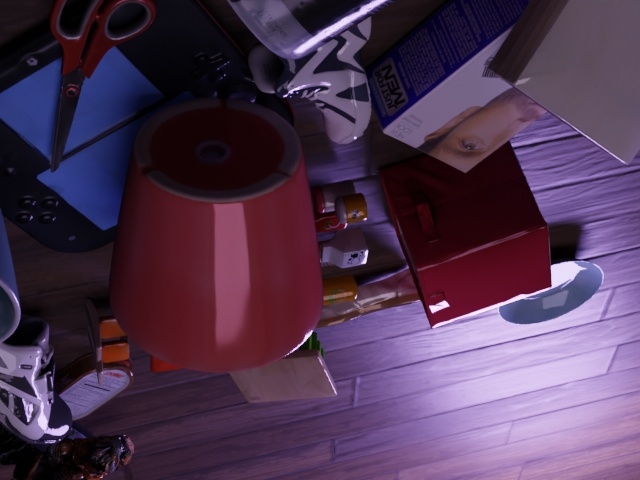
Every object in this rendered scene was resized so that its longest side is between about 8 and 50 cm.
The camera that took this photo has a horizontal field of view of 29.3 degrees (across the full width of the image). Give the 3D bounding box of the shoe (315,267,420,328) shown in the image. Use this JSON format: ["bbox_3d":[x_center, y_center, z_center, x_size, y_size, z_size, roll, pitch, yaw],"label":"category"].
[{"bbox_3d":[0.058,0.097,1.996,0.219,0.058,0.076,-15,178,3],"label":"shoe"}]

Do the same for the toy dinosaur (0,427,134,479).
[{"bbox_3d":[-0.481,0.415,2.088,0.322,0.164,0.218,-43,161,0],"label":"toy dinosaur"}]

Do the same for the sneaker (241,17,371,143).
[{"bbox_3d":[-0.022,-0.195,1.469,0.153,0.094,0.235,-18,147,-16],"label":"sneaker"}]

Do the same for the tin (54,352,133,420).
[{"bbox_3d":[-0.388,0.243,2.014,0.189,0.040,0.106,-35,147,25],"label":"tin"}]

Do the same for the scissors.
[{"bbox_3d":[-0.287,-0.188,1.381,0.109,0.021,0.297,13,134,-34],"label":"scissors"}]

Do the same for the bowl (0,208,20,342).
[{"bbox_3d":[-0.500,0.001,1.453,0.311,0.163,0.312,3,149,2],"label":"bowl"}]

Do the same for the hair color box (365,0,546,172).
[{"bbox_3d":[0.240,-0.241,1.534,0.339,0.110,0.185,-37,143,29],"label":"hair color box"}]

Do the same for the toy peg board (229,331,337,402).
[{"bbox_3d":[-0.065,0.204,2.086,0.160,0.079,0.161,-6,148,11],"label":"toy peg board"}]

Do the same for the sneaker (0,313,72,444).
[{"bbox_3d":[-0.442,0.192,1.827,0.146,0.122,0.330,-35,139,2],"label":"sneaker"}]

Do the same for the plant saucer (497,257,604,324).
[{"bbox_3d":[0.395,0.079,2.132,0.194,0.037,0.195,-13,146,-9],"label":"plant saucer"}]

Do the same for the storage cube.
[{"bbox_3d":[0.213,-0.015,1.778,0.193,0.184,0.215,-18,147,0],"label":"storage cube"}]

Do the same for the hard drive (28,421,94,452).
[{"bbox_3d":[-0.477,0.356,2.147,0.135,0.022,0.094,-23,146,8],"label":"hard drive"}]

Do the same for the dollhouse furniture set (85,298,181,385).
[{"bbox_3d":[-0.210,0.125,1.830,0.262,0.135,0.259,-8,146,-14],"label":"dollhouse furniture set"}]

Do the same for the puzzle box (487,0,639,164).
[{"bbox_3d":[0.388,-0.308,1.396,0.272,0.052,0.409,25,102,-45],"label":"puzzle box"}]

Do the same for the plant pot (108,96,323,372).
[{"bbox_3d":[-0.125,-0.019,1.470,0.274,0.275,0.243,-8,135,-14],"label":"plant pot"}]

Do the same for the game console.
[{"bbox_3d":[-0.256,-0.140,1.495,0.386,0.060,0.342,-28,146,14],"label":"game console"}]

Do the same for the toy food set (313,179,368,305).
[{"bbox_3d":[0.000,0.000,1.766,0.104,0.111,0.232,-11,149,-11],"label":"toy food set"}]

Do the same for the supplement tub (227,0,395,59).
[{"bbox_3d":[0.049,-0.336,1.225,0.316,0.194,0.193,-28,145,17],"label":"supplement tub"}]
